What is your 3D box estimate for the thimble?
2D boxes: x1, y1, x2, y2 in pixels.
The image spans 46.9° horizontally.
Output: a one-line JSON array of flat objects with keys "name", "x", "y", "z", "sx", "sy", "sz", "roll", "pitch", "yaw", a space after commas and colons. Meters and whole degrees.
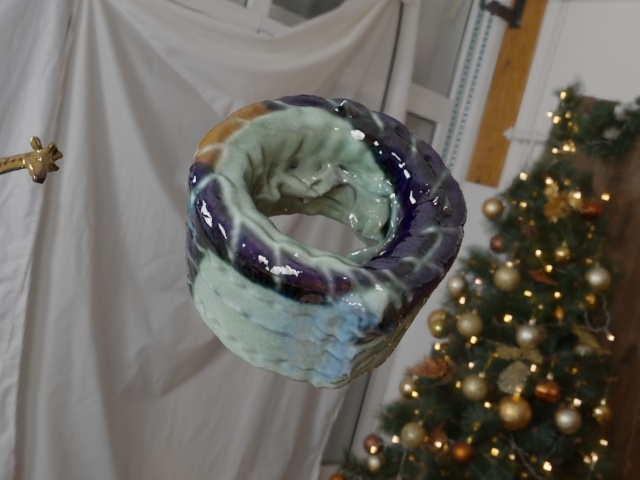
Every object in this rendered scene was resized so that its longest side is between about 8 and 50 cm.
[{"name": "thimble", "x": 0.000, "y": 0.000, "z": 0.614, "sx": 0.237, "sy": 0.237, "sz": 0.150, "roll": 15, "pitch": -40, "yaw": -2}]

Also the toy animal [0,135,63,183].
[{"name": "toy animal", "x": -0.409, "y": -0.052, "z": 0.781, "sx": 0.275, "sy": 0.054, "sz": 0.149, "roll": -27, "pitch": 42, "yaw": -9}]
